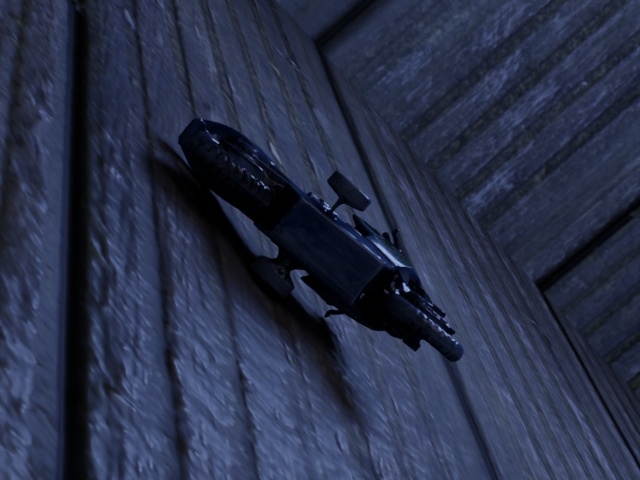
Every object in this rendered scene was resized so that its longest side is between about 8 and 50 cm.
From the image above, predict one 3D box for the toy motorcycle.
[{"bbox_3d":[0.000,0.000,1.346,0.254,0.092,0.135,40,1,-4],"label":"toy motorcycle"}]
